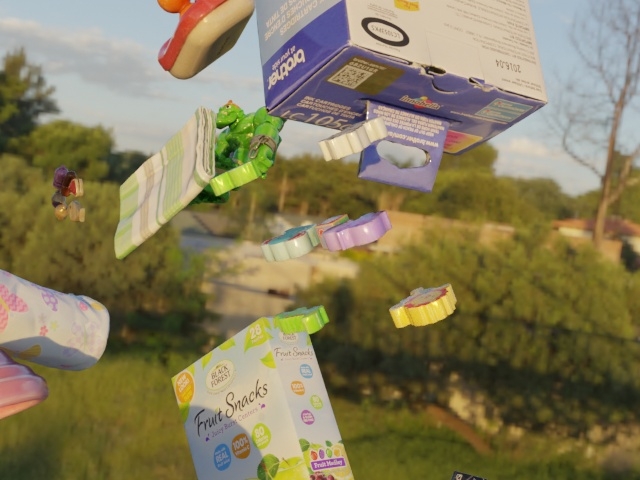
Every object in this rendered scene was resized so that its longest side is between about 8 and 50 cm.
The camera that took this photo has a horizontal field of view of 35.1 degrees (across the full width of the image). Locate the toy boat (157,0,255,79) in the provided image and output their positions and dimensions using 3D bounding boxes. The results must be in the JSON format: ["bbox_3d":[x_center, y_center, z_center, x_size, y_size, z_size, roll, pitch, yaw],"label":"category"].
[{"bbox_3d":[-0.219,-0.381,1.719,0.151,0.151,0.231,48,-29,-1],"label":"toy boat"}]

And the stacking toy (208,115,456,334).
[{"bbox_3d":[0.000,0.000,0.866,0.221,0.166,0.052,-12,14,46],"label":"stacking toy"}]

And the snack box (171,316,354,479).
[{"bbox_3d":[-0.065,0.210,1.091,0.070,0.207,0.174,6,-33,-45],"label":"snack box"}]

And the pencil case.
[{"bbox_3d":[-0.441,0.110,1.494,0.114,0.124,0.273,-12,-25,35],"label":"pencil case"}]

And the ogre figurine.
[{"bbox_3d":[-0.106,-0.111,1.284,0.097,0.118,0.197,30,-30,-5],"label":"ogre figurine"}]

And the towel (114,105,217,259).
[{"bbox_3d":[-0.163,-0.060,1.041,0.023,0.113,0.152,33,-56,-31],"label":"towel"}]

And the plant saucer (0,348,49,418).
[{"bbox_3d":[-0.511,0.209,1.253,0.332,0.084,0.332,-19,-7,-2],"label":"plant saucer"}]

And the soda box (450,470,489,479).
[{"bbox_3d":[0.224,0.342,1.229,0.169,0.053,0.060,37,-21,-30],"label":"soda box"}]

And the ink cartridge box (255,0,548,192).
[{"bbox_3d":[0.076,-0.253,1.046,0.270,0.395,0.151,9,-26,-35],"label":"ink cartridge box"}]

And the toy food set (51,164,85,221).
[{"bbox_3d":[-0.350,-0.065,1.385,0.019,0.077,0.122,0,2,-30],"label":"toy food set"}]
